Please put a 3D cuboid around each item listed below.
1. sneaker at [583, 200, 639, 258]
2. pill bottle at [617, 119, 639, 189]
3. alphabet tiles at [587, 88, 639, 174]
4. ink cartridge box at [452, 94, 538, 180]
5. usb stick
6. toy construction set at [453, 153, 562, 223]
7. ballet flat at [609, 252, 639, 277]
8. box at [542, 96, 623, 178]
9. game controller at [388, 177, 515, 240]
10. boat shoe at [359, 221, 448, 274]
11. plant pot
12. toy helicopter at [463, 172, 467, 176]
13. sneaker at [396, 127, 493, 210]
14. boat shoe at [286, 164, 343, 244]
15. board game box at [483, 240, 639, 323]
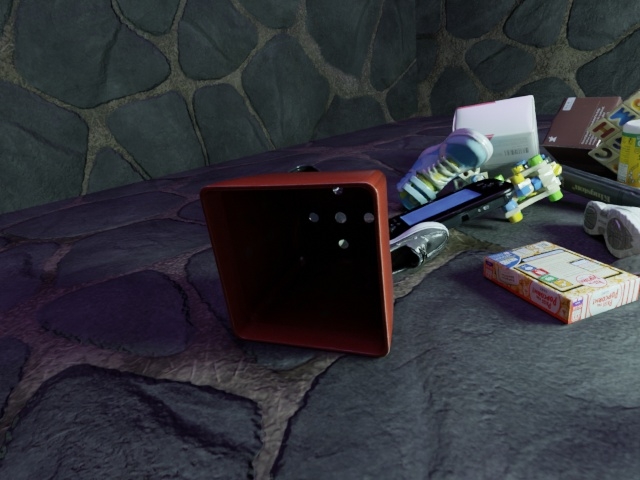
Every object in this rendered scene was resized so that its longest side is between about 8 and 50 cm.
[{"bbox_3d":[0.633,-0.029,0.855,0.115,0.091,0.232,1,23,10],"label":"sneaker"},{"bbox_3d":[0.783,-0.177,1.013,0.117,0.209,0.118,-7,21,3],"label":"pill bottle"},{"bbox_3d":[0.852,-0.252,1.030,0.011,0.285,0.342,-51,-4,-22],"label":"alphabet tiles"},{"bbox_3d":[0.528,-0.280,1.254,0.207,0.117,0.283,-2,-21,30],"label":"ink cartridge box"},{"bbox_3d":[0.694,-0.124,1.047,0.045,0.077,0.278,-43,38,-2],"label":"usb stick"},{"bbox_3d":[0.506,-0.144,1.136,0.215,0.151,0.328,-32,16,0],"label":"toy construction set"},{"bbox_3d":[0.620,0.045,0.724,0.249,0.058,0.084,-13,18,-2],"label":"ballet flat"},{"bbox_3d":[0.831,-0.312,1.297,0.203,0.169,0.167,24,2,-34],"label":"box"},{"bbox_3d":[0.284,-0.069,1.000,0.319,0.067,0.166,-23,23,3],"label":"game controller"},{"bbox_3d":[0.178,0.026,0.872,0.228,0.080,0.076,-15,28,-17],"label":"boat shoe"},{"bbox_3d":[0.000,0.000,0.713,0.266,0.268,0.236,2,25,21],"label":"plant pot"},{"bbox_3d":[0.556,-0.306,1.533,0.234,0.140,0.355,-18,26,-22],"label":"toy helicopter"},{"bbox_3d":[0.325,-0.176,1.170,0.208,0.127,0.319,-50,5,-10],"label":"sneaker"},{"bbox_3d":[-0.039,-0.100,1.162,0.186,0.156,0.500,-6,22,-2],"label":"boat shoe"},{"bbox_3d":[0.410,0.063,0.742,0.146,0.045,0.193,-13,22,-15],"label":"board game box"}]
